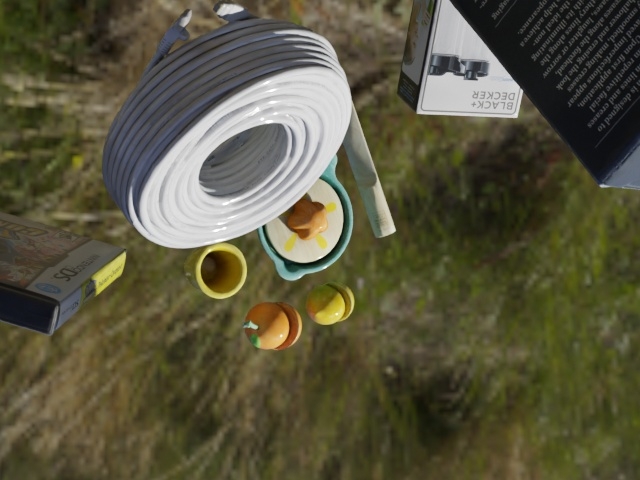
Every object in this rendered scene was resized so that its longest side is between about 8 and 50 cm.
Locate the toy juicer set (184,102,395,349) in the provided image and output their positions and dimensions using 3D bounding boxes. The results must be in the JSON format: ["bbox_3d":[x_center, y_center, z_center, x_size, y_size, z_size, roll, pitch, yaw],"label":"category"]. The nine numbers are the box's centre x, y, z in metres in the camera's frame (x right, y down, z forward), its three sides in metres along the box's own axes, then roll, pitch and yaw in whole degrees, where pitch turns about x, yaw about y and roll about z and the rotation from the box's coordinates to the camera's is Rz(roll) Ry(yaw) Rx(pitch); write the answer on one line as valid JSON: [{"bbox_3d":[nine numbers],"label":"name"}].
[{"bbox_3d":[0.000,0.000,1.938,0.209,0.329,0.089,51,160,-19],"label":"toy juicer set"}]

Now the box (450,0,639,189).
[{"bbox_3d":[0.337,-0.252,1.658,0.293,0.395,0.212,4,133,-46],"label":"box"}]

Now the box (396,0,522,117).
[{"bbox_3d":[0.222,-0.325,2.183,0.169,0.087,0.290,2,115,-20],"label":"box"}]

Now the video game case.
[{"bbox_3d":[-0.356,0.010,1.533,0.274,0.035,0.248,17,-166,4],"label":"video game case"}]

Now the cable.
[{"bbox_3d":[-0.084,-0.100,1.465,0.257,0.089,0.257,2,135,-50],"label":"cable"}]
